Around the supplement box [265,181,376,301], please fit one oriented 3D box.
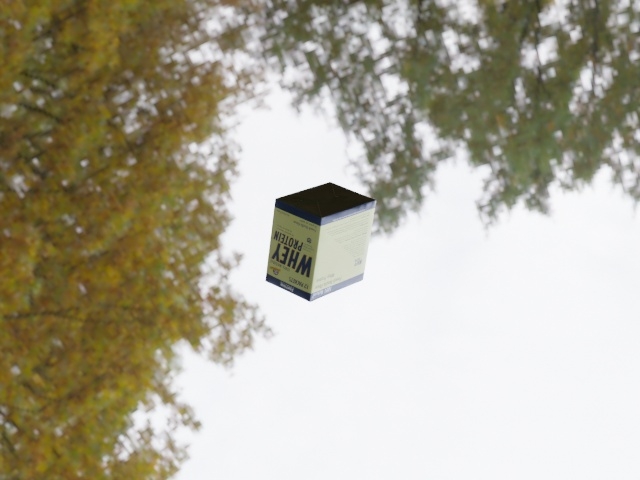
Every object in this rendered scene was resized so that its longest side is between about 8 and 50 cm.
[{"bbox_3d":[0.000,0.000,1.073,0.056,0.083,0.083,24,-153,33],"label":"supplement box"}]
